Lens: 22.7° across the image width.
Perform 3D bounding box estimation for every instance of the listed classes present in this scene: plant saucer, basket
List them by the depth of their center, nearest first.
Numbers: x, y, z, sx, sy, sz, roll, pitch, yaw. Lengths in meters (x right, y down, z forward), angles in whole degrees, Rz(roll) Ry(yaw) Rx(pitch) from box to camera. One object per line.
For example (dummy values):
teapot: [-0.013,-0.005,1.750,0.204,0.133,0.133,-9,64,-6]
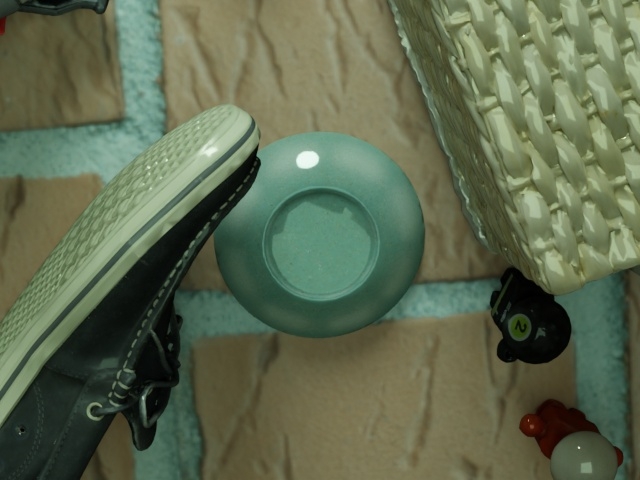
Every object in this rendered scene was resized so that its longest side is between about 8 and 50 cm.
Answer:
basket: [0.247,-0.162,1.306,0.328,0.266,0.331,-21,105,1]
plant saucer: [0.000,0.000,1.446,0.195,0.037,0.195,-1,104,-3]

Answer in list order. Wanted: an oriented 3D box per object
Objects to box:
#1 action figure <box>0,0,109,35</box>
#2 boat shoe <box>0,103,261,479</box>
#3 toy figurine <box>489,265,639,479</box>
action figure: [-0.343,-0.287,1.300,0.341,0.178,0.330,-1,93,-4]
boat shoe: [-0.191,0.096,1.391,0.156,0.187,0.500,34,104,-14]
toy figurine: [0.267,0.103,1.424,0.209,0.148,0.213,-19,102,2]
